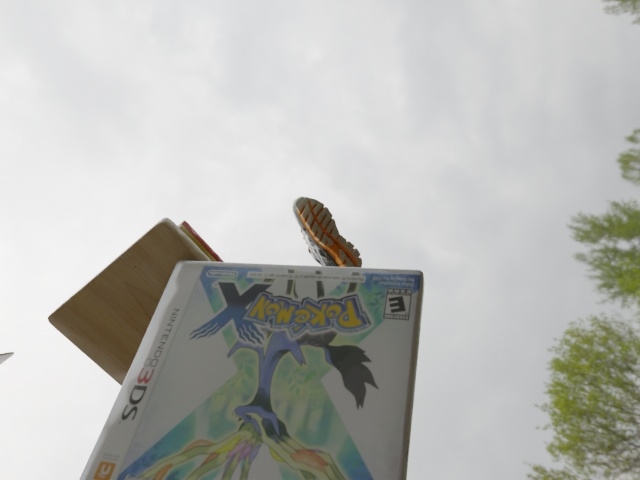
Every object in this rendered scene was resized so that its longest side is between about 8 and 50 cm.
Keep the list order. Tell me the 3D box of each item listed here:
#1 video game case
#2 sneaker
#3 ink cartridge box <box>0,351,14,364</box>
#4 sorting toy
[{"bbox_3d":[-0.062,0.153,0.588,0.036,0.328,0.300,73,-156,-49],"label":"video game case"},{"bbox_3d":[0.000,0.000,1.154,0.215,0.083,0.084,54,-134,-19],"label":"sneaker"},{"bbox_3d":[-0.676,0.187,0.791,0.207,0.353,0.119,-36,-103,6],"label":"ink cartridge box"},{"bbox_3d":[-0.226,0.120,0.823,0.255,0.089,0.257,-36,-73,18],"label":"sorting toy"}]
